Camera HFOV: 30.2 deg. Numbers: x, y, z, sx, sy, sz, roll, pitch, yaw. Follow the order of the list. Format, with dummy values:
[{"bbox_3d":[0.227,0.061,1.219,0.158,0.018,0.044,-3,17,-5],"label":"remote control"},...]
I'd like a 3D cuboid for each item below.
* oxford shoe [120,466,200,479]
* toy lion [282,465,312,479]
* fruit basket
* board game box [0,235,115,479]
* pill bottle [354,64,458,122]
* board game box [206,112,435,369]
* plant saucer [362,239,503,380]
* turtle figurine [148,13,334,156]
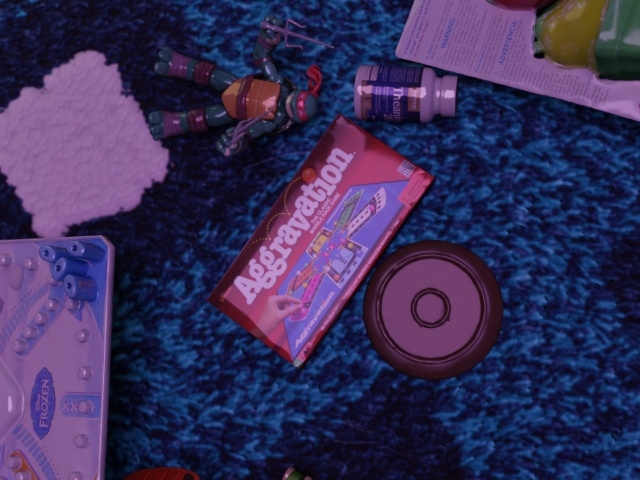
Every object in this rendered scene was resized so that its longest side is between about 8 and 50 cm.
[{"bbox_3d":[-0.230,0.343,1.388,0.271,0.097,0.098,-26,106,29],"label":"oxford shoe"},{"bbox_3d":[-0.051,0.315,1.375,0.034,0.096,0.100,27,88,11],"label":"toy lion"},{"bbox_3d":[0.301,-0.318,1.381,0.353,0.165,0.327,17,86,27],"label":"fruit basket"},{"bbox_3d":[-0.420,0.192,1.408,0.390,0.050,0.390,-2,83,29],"label":"board game box"},{"bbox_3d":[0.103,-0.174,1.418,0.120,0.067,0.067,4,84,10],"label":"pill bottle"},{"bbox_3d":[0.000,0.000,1.437,0.145,0.027,0.281,35,90,13],"label":"board game box"},{"bbox_3d":[0.132,0.081,1.405,0.168,0.029,0.168,-1,84,9],"label":"plant saucer"},{"bbox_3d":[-0.090,-0.171,1.427,0.234,0.118,0.175,4,69,25],"label":"turtle figurine"}]
